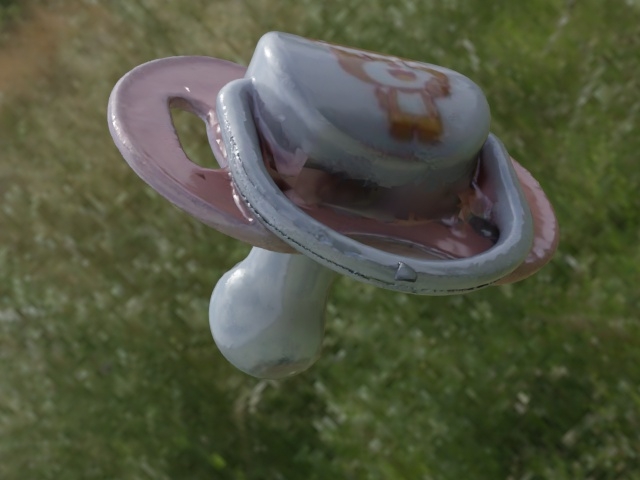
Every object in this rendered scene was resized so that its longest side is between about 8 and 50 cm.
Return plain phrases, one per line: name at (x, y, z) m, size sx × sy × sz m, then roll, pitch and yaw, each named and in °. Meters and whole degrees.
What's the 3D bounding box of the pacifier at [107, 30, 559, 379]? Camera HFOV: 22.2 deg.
pacifier at (0.006, -0.033, 1.136) m, size 0.273 × 0.332 × 0.220 m, roll 144°, pitch 130°, yaw -58°
